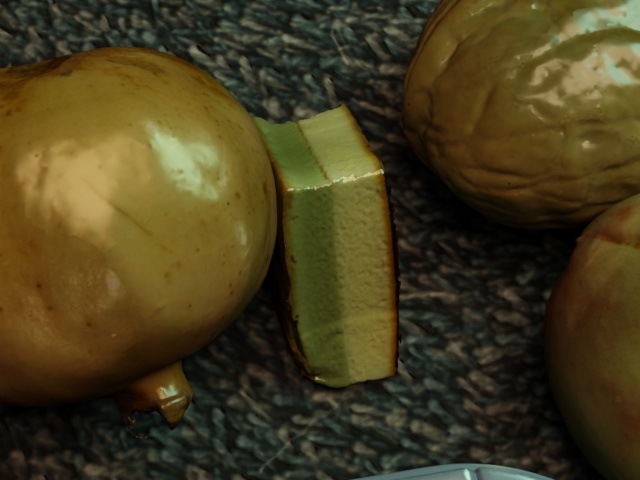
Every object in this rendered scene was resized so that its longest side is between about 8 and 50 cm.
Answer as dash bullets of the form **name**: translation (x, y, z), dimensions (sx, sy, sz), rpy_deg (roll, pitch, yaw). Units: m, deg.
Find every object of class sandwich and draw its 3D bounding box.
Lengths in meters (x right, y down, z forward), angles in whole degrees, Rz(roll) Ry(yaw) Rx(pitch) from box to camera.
- **sandwich**: translation (0.000, 0.000, 1.281), dimensions (0.108, 0.220, 0.186), rpy_deg (-11, 30, -10)

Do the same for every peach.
- **peach**: translation (0.332, 0.091, 1.202), dimensions (0.292, 0.247, 0.292), rpy_deg (0, 83, 4)

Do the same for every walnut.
- **walnut**: translation (0.227, -0.146, 1.296), dimensions (0.313, 0.252, 0.277), rpy_deg (-14, 67, -3)

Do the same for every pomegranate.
- **pomegranate**: translation (-0.195, 0.007, 1.149), dimensions (0.338, 0.338, 0.338), rpy_deg (3, 64, -6)

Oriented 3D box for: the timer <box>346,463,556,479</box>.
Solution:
- **timer**: translation (0.120, 0.344, 0.957), dimensions (0.395, 0.173, 0.395), rpy_deg (1, 57, -2)
